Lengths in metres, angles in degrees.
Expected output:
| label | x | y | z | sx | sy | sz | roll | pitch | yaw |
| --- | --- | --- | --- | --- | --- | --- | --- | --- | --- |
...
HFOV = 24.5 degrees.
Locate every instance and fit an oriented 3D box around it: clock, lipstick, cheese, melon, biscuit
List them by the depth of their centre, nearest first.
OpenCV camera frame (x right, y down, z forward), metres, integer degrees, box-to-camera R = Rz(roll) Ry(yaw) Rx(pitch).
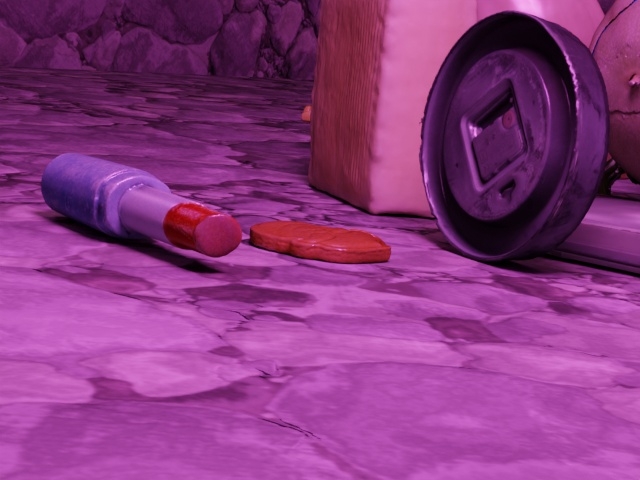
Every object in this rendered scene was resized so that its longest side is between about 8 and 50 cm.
| label | x | y | z | sx | sy | sz | roll | pitch | yaw |
| --- | --- | --- | --- | --- | --- | --- | --- | --- | --- |
| lipstick | -0.152 | -0.028 | 1.242 | 0.068 | 0.061 | 0.274 | 1 | 10 | -35 |
| biscuit | 0.000 | 0.000 | 1.300 | 0.130 | 0.019 | 0.102 | 12 | 12 | 30 |
| clock | 0.172 | -0.092 | 1.331 | 0.049 | 0.226 | 0.226 | 4 | 9 | -33 |
| melon | 0.427 | -0.164 | 1.562 | 0.330 | 0.268 | 0.268 | 3 | 9 | -41 |
| cheese | 0.077 | -0.175 | 1.653 | 0.124 | 0.266 | 0.242 | 1 | 10 | -23 |

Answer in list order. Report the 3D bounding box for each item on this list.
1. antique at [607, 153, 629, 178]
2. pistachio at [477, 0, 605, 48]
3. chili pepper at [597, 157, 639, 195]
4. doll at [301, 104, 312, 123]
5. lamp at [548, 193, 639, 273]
| label | x | y | z | sx | sy | sz | roll | pitch | yaw |
| --- | --- | --- | --- | --- | --- | --- | --- | --- | --- |
| antique | 0.448 | -0.172 | 2.250 | 0.148 | 0.147 | 0.152 | 16 | 15 | 43 |
| pistachio | 0.226 | -0.214 | 1.704 | 0.226 | 0.332 | 0.208 | -8 | 16 | 37 |
| chili pepper | 0.434 | -0.113 | 1.792 | 0.261 | 0.165 | 0.174 | -16 | 56 | -31 |
| doll | 0.090 | -0.153 | 2.101 | 0.291 | 0.086 | 0.117 | 17 | 10 | 41 |
| lamp | 0.317 | -0.010 | 1.463 | 0.266 | 0.047 | 0.269 | 14 | 12 | 40 |
